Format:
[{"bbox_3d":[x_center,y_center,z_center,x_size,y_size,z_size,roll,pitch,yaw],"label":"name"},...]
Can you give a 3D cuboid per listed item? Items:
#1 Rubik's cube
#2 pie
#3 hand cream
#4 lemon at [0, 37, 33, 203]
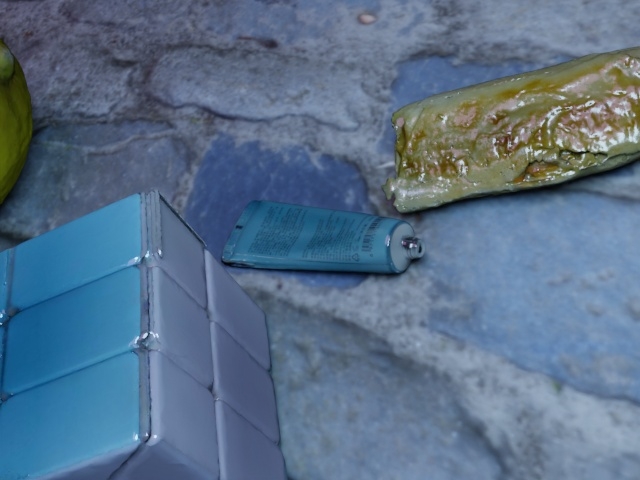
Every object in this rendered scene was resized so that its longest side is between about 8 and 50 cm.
[{"bbox_3d":[-0.173,0.137,0.652,0.231,0.221,0.224,-22,50,11],"label":"Rubik's cube"},{"bbox_3d":[0.189,-0.101,0.736,0.282,0.068,0.128,-11,65,20],"label":"pie"},{"bbox_3d":[0.000,0.000,0.785,0.224,0.048,0.083,7,61,36],"label":"hand cream"},{"bbox_3d":[-0.507,-0.142,0.936,0.364,0.364,0.364,-13,53,18],"label":"lemon"}]
